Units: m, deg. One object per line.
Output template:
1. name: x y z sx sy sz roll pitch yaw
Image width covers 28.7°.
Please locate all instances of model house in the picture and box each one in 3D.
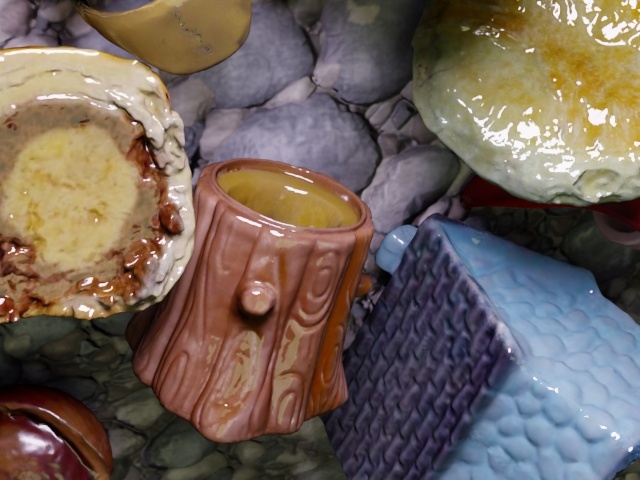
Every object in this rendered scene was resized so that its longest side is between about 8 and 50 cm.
1. model house: 0.165 0.167 1.342 0.297 0.339 0.360 -34 158 -50

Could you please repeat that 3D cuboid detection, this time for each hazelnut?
1. hazelnut: -0.302 0.241 1.282 0.170 0.160 0.201 2 125 -16

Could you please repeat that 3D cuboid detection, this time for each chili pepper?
1. chili pepper: 0.293 -0.025 1.203 0.092 0.368 0.137 14 102 -40

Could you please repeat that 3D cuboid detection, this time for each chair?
1. chair: -0.161 -0.264 1.007 0.159 0.172 0.247 -32 149 5

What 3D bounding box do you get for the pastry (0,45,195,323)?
1. pastry: -0.245 -0.057 1.120 0.256 0.170 0.236 -3 102 -9

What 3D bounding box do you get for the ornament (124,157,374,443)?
1. ornament: -0.063 0.050 1.212 0.235 0.221 0.217 19 113 4

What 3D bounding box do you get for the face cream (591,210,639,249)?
1. face cream: 0.366 -0.057 1.298 0.104 0.149 0.149 14 116 -25

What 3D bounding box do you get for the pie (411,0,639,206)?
1. pie: 0.229 -0.164 1.153 0.306 0.306 0.071 -17 163 -5
